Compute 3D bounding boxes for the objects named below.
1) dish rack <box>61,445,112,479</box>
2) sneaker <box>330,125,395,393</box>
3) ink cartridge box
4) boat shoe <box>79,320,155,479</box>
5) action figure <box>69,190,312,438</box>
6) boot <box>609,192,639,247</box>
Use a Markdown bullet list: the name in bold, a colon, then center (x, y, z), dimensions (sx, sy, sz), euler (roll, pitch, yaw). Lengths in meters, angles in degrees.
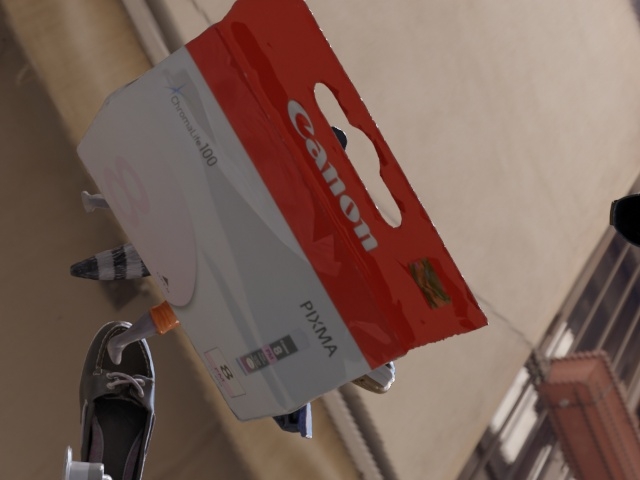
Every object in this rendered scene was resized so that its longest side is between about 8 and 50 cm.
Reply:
- **dish rack**: center (-0.259, 0.423, 1.307), dimensions (0.072, 0.285, 0.333), euler (4, -50, -11)
- **sneaker**: center (0.000, 0.000, 1.074), dimensions (0.282, 0.153, 0.099), euler (45, -14, -11)
- **ink cartridge box**: center (-0.035, -0.008, 0.593), dimensions (0.189, 0.066, 0.232), euler (60, -21, 0)
- **boat shoe**: center (-0.278, 0.269, 1.632), dimensions (0.112, 0.335, 0.095), euler (15, -20, -26)
- **action figure**: center (-0.092, 0.054, 1.332), dimensions (0.330, 0.178, 0.341), euler (-11, -107, 6)
- **boot**: center (0.298, 0.003, 0.822), dimensions (0.219, 0.106, 0.082), euler (-142, -137, -64)
